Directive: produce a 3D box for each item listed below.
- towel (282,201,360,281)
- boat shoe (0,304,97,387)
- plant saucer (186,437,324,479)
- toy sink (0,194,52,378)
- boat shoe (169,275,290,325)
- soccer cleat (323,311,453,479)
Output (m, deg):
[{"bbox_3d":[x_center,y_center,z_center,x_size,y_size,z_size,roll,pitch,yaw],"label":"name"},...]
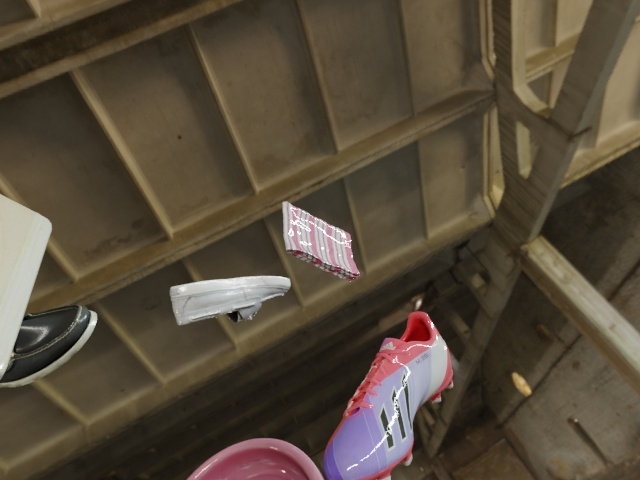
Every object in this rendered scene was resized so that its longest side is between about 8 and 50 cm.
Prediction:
[{"bbox_3d":[0.000,0.000,1.104,0.197,0.144,0.029,26,-54,-33],"label":"towel"},{"bbox_3d":[-0.377,0.123,0.599,0.232,0.084,0.079,-17,-47,10],"label":"boat shoe"},{"bbox_3d":[-0.122,0.494,0.821,0.332,0.332,0.084,-33,-55,-2],"label":"plant saucer"},{"bbox_3d":[-0.304,0.075,0.318,0.131,0.153,0.234,34,-71,-33],"label":"toy sink"},{"bbox_3d":[-0.119,0.084,0.713,0.066,0.063,0.184,-10,-6,44],"label":"boat shoe"},{"bbox_3d":[0.070,0.155,0.524,0.083,0.095,0.248,-17,3,36],"label":"soccer cleat"}]
